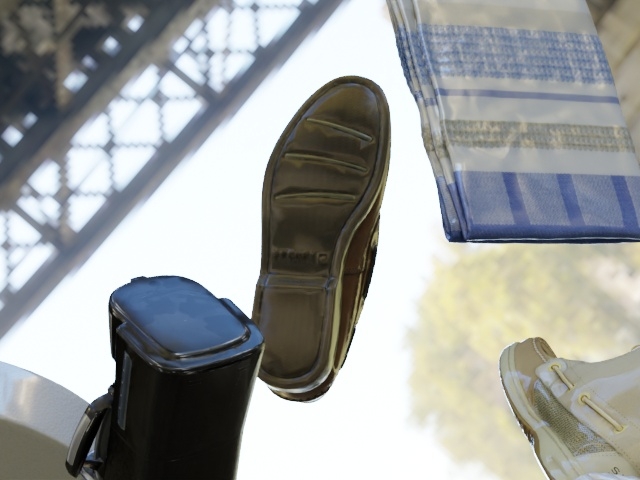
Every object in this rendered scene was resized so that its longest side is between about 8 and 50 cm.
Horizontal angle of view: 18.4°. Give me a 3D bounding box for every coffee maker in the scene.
[{"bbox_3d":[-0.101,0.138,1.522,0.120,0.171,0.178,-39,-32,-49],"label":"coffee maker"}]

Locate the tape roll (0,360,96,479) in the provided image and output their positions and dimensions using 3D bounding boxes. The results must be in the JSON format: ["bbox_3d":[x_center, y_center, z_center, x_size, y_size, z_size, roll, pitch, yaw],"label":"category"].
[{"bbox_3d":[-0.351,0.255,1.799,0.072,0.392,0.392,-90,23,-48],"label":"tape roll"}]

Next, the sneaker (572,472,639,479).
[{"bbox_3d":[0.155,0.188,1.107,0.292,0.118,0.110,2,-94,-47],"label":"sneaker"}]

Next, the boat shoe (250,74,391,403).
[{"bbox_3d":[0.000,0.000,1.843,0.104,0.111,0.307,49,-124,-69],"label":"boat shoe"}]

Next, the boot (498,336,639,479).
[{"bbox_3d":[0.253,0.106,1.539,0.203,0.095,0.262,-38,19,7],"label":"boot"}]

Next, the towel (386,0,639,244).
[{"bbox_3d":[0.165,-0.122,1.684,0.209,0.285,0.034,-1,-27,-27],"label":"towel"}]
